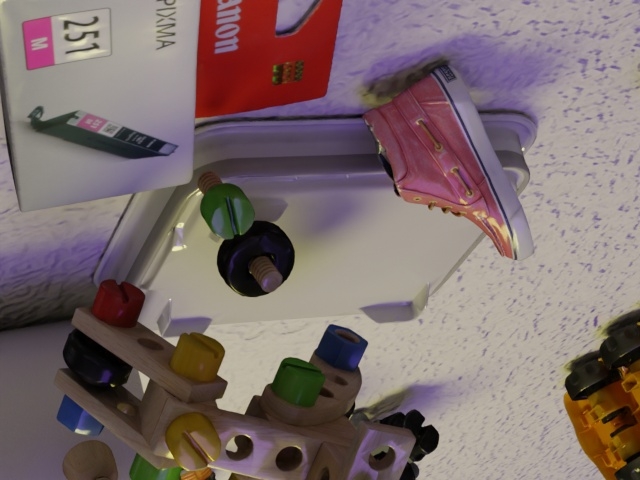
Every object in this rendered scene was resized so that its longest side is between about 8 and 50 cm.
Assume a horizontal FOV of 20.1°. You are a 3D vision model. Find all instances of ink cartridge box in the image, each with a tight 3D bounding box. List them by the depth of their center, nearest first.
[{"bbox_3d":[-0.093,-0.124,1.192,0.239,0.060,0.275,-10,154,-10],"label":"ink cartridge box"}]

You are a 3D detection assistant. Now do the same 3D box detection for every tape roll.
[{"bbox_3d":[-0.240,0.194,1.542,0.169,0.246,0.246,-8,154,-14],"label":"tape roll"}]

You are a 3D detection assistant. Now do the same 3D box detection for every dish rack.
[{"bbox_3d":[0.000,0.000,1.492,0.333,0.072,0.285,-2,152,-25],"label":"dish rack"}]

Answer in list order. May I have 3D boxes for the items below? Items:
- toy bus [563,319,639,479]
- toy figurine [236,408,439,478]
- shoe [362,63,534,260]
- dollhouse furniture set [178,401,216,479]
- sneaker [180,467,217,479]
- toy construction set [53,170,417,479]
[{"bbox_3d":[0.403,0.158,2.000,0.211,0.149,0.220,-21,162,-29],"label":"toy bus"},{"bbox_3d":[0.025,0.286,1.933,0.209,0.213,0.148,1,159,-38],"label":"toy figurine"},{"bbox_3d":[0.098,-0.044,1.382,0.081,0.063,0.178,-28,120,0],"label":"shoe"},{"bbox_3d":[-0.153,0.219,1.861,0.076,0.058,0.152,-6,153,-21],"label":"dollhouse furniture set"},{"bbox_3d":[-0.159,0.323,2.021,0.084,0.083,0.215,-33,168,-34],"label":"sneaker"},{"bbox_3d":[-0.073,0.168,1.304,0.309,0.237,0.257,-44,128,4],"label":"toy construction set"}]
